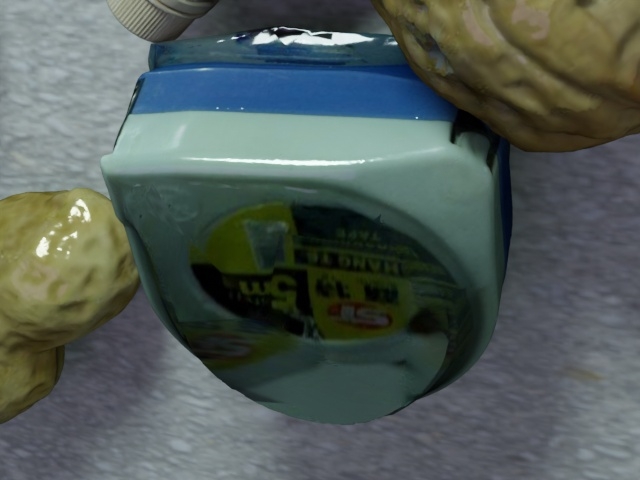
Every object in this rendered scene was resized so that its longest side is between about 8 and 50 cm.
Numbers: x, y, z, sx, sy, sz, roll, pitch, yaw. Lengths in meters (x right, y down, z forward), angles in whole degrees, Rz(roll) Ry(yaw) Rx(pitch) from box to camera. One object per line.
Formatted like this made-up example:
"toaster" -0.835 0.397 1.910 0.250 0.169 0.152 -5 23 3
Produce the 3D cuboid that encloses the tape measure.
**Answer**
"tape measure" -0.001 -0.001 1.059 0.259 0.138 0.262 4 129 14

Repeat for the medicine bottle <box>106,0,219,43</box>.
"medicine bottle" -0.054 -0.230 1.011 0.114 0.114 0.252 47 128 -3

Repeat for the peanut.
"peanut" -0.260 0.058 1.270 0.147 0.147 0.305 43 122 0

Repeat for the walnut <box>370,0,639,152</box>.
"walnut" 0.127 -0.161 0.909 0.245 0.198 0.198 52 127 5
